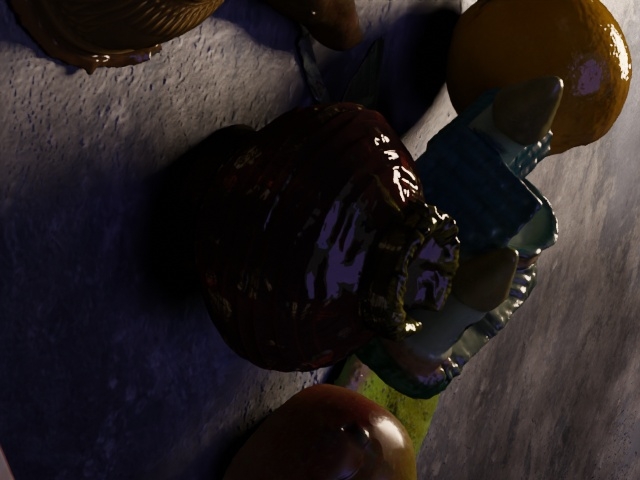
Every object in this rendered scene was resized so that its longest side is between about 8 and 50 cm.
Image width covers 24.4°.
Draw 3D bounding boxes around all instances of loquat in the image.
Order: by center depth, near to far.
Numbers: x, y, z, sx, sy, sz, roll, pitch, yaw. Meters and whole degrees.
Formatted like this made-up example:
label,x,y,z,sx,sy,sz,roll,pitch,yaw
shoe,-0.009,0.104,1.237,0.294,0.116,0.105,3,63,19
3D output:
label,x,y,z,sx,sy,sz,roll,pitch,yaw
loquat,0.233,-0.190,1.593,0.208,0.208,0.208,-41,141,-44

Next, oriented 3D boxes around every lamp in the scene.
label,x,y,z,sx,sy,sz,roll,pitch,yaw
lamp,0.000,0.000,1.268,0.247,0.247,0.247,-41,141,-44

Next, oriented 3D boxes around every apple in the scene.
label,x,y,z,sx,sy,sz,roll,pitch,yaw
apple,0.002,0.260,1.521,0.188,0.173,0.207,-42,126,-47

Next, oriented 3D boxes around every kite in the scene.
label,x,y,z,sx,sy,sz,roll,pitch,yaw
kite,0.010,-0.114,1.443,0.229,0.012,0.250,-60,150,-22

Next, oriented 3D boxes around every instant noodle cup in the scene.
label,x,y,z,sx,sy,sz,roll,pitch,yaw
instant noodle cup,-0.107,-0.242,1.049,0.274,0.090,0.274,-40,141,-43

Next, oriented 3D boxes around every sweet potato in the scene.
label,x,y,z,sx,sy,sz,roll,pitch,yaw
sweet potato,-0.010,-0.215,1.276,0.244,0.077,0.077,46,66,-77

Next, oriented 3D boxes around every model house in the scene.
label,x,y,z,sx,sy,sz,roll,pitch,yaw
model house,0.165,-0.033,1.434,0.267,0.194,0.325,-42,175,-43

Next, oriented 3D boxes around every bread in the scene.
label,x,y,z,sx,sy,sz,roll,pitch,yaw
bread,0.069,0.219,1.743,0.301,0.045,0.301,-40,141,-43

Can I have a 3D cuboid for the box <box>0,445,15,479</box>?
label,x,y,z,sx,sy,sz,roll,pitch,yaw
box,-0.334,0.295,0.953,0.344,0.122,0.385,-49,146,-34
